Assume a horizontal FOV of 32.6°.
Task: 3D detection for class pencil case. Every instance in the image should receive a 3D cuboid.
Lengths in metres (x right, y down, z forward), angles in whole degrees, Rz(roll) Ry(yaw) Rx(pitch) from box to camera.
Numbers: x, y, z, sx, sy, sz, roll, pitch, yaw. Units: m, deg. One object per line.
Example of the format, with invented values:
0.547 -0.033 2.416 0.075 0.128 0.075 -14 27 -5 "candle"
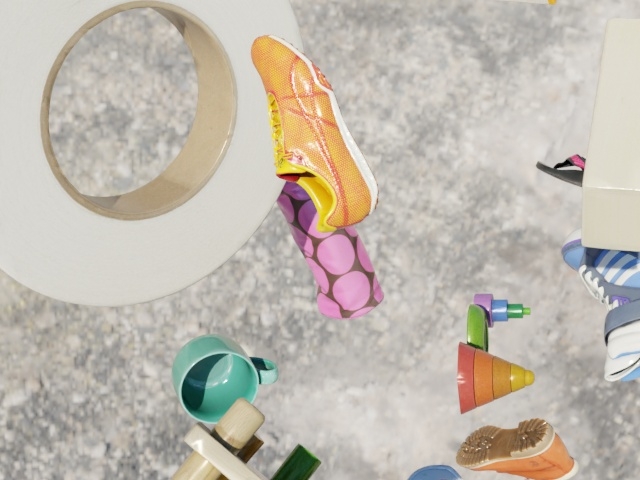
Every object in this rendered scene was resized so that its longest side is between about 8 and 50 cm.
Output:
0.196 0.503 1.947 0.113 0.273 0.124 30 59 21 "pencil case"
0.000 0.000 1.374 0.098 0.209 0.095 -12 20 34 "pencil case"

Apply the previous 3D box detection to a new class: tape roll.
-0.185 -0.128 1.040 0.392 0.392 0.072 -24 31 -32 "tape roll"

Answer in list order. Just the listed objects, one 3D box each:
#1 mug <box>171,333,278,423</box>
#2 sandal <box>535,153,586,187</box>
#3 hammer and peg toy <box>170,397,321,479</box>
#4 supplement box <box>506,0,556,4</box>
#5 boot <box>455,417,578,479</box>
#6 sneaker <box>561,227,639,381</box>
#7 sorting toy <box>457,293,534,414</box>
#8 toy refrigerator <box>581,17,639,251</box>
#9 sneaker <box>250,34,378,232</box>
-0.164 0.221 1.767 0.158 0.129 0.097 29 8 -28 "mug"
0.367 -0.094 1.498 0.067 0.040 0.179 16 3 -31 "sandal"
-0.002 0.321 1.195 0.361 0.266 0.127 40 80 3 "hammer and peg toy"
0.179 -0.263 1.046 0.098 0.062 0.036 13 59 31 "supplement box"
0.236 0.266 1.326 0.084 0.158 0.059 43 55 -22 "boot"
0.488 0.113 1.808 0.323 0.130 0.236 15 65 49 "sneaker"
0.319 0.184 1.920 0.126 0.127 0.365 -1 20 15 "sorting toy"
0.353 -0.123 1.223 0.094 0.102 0.269 5 51 17 "toy refrigerator"
-0.016 -0.089 0.891 0.067 0.064 0.175 -26 82 -19 "sneaker"
